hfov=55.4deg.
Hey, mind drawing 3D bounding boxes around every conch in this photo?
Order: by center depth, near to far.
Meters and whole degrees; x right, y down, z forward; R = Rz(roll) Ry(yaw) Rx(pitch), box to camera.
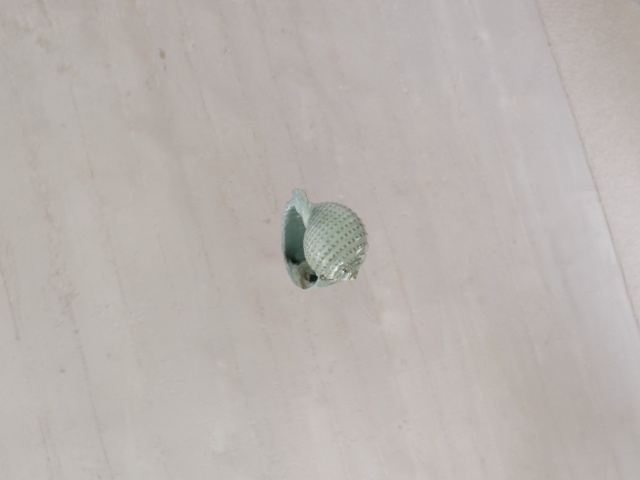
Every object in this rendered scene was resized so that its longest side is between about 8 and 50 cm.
[{"bbox_3d":[0.004,0.001,0.478,0.056,0.076,0.085,10,43,-31],"label":"conch"}]
